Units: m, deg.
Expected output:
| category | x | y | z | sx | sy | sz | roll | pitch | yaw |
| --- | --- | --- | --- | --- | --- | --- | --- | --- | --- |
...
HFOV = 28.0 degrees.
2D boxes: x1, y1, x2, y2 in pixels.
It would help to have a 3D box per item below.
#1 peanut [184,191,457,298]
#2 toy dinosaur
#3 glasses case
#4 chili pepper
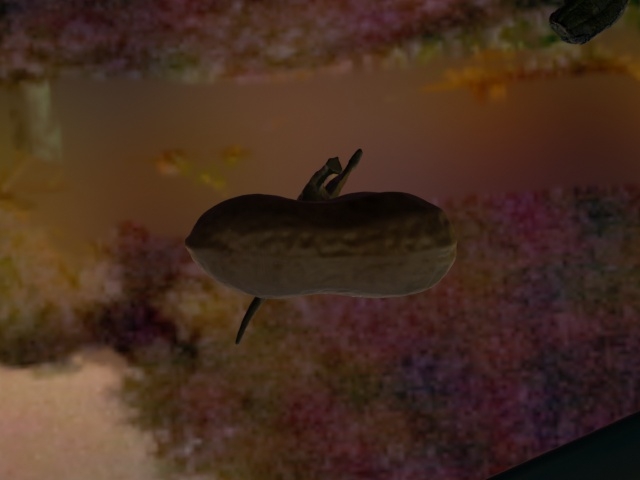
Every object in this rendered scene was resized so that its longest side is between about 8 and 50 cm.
| category | x | y | z | sx | sy | sz | roll | pitch | yaw |
| --- | --- | --- | --- | --- | --- | --- | --- | --- | --- |
| peanut | 0.000 | 0.000 | 1.302 | 0.275 | 0.111 | 0.125 | 2 | -162 | -10 |
| toy dinosaur | -0.032 | -0.014 | 1.963 | 0.087 | 0.447 | 0.301 | 39 | 161 | -5 |
| glasses case | 0.304 | 0.304 | 1.553 | 0.301 | 0.117 | 0.070 | -22 | 165 | -13 |
| chili pepper | 0.438 | -0.393 | 1.944 | 0.098 | 0.224 | 0.061 | 36 | 177 | 32 |
